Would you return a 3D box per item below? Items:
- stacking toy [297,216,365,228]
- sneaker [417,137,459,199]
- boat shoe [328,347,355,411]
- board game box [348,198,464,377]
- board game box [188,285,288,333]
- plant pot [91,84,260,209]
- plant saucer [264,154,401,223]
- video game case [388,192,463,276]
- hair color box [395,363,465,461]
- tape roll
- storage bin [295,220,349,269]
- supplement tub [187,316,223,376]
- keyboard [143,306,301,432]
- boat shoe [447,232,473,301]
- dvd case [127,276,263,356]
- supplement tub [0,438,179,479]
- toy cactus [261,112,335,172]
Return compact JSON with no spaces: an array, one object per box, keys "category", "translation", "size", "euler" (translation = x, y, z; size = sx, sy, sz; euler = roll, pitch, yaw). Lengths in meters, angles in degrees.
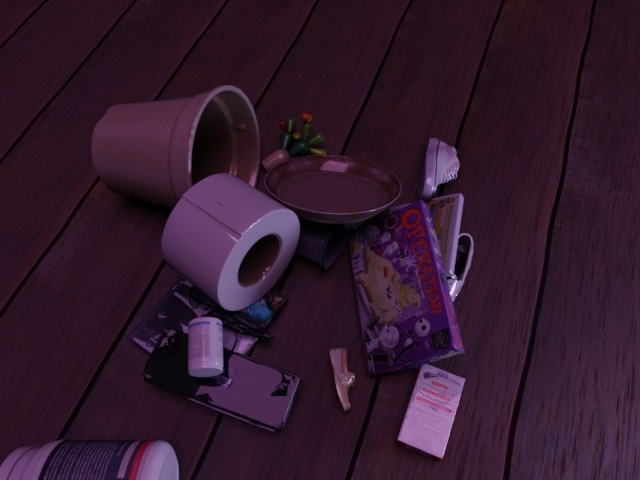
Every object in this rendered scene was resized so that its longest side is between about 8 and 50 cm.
[{"category":"stacking toy","translation":[0.004,-0.082,1.257],"size":[0.221,0.052,0.167],"euler":[-2,28,9]},{"category":"sneaker","translation":[0.299,-0.182,1.317],"size":[0.091,0.094,0.258],"euler":[15,40,7]},{"category":"boat shoe","translation":[0.050,0.287,1.108],"size":[0.045,0.050,0.135],"euler":[-12,61,0]},{"category":"board game box","translation":[0.172,0.101,1.151],"size":[0.208,0.056,0.346],"euler":[-24,56,27]},{"category":"board game box","translation":[-0.181,0.125,1.184],"size":[0.186,0.026,0.126],"euler":[25,33,13]},{"category":"plant pot","translation":[-0.353,-0.205,1.267],"size":[0.306,0.333,0.333],"euler":[8,60,18]},{"category":"plant saucer","translation":[0.027,-0.117,1.215],"size":[0.311,0.050,0.310],"euler":[3,31,-2]},{"category":"video game case","translation":[0.228,-0.003,1.228],"size":[0.193,0.023,0.212],"euler":[-10,51,38]},{"category":"hair color box","translation":[0.222,0.345,1.072],"size":[0.093,0.053,0.167],"euler":[20,63,13]},{"category":"tape roll","translation":[-0.184,0.002,1.117],"size":[0.169,0.246,0.246],"euler":[32,65,25]},{"category":"storage bin","translation":[0.000,0.000,1.250],"size":[0.091,0.098,0.135],"euler":[17,37,22]},{"category":"supplement tub","translation":[-0.232,0.215,1.072],"size":[0.071,0.071,0.107],"euler":[-5,61,-2]},{"category":"keyboard","translation":[-0.193,0.253,1.109],"size":[0.317,0.033,0.201],"euler":[19,63,9]},{"category":"boat shoe","translation":[0.275,0.095,1.194],"size":[0.096,0.088,0.267],"euler":[32,65,17]},{"category":"dvd case","translation":[-0.274,0.209,1.167],"size":[0.239,0.029,0.179],"euler":[31,65,16]},{"category":"supplement tub","translation":[-0.405,0.452,0.936],"size":[0.272,0.191,0.191],"euler":[0,60,1]},{"category":"toy cactus","translation":[-0.068,-0.235,1.391],"size":[0.181,0.112,0.219],"euler":[-28,72,-4]}]
